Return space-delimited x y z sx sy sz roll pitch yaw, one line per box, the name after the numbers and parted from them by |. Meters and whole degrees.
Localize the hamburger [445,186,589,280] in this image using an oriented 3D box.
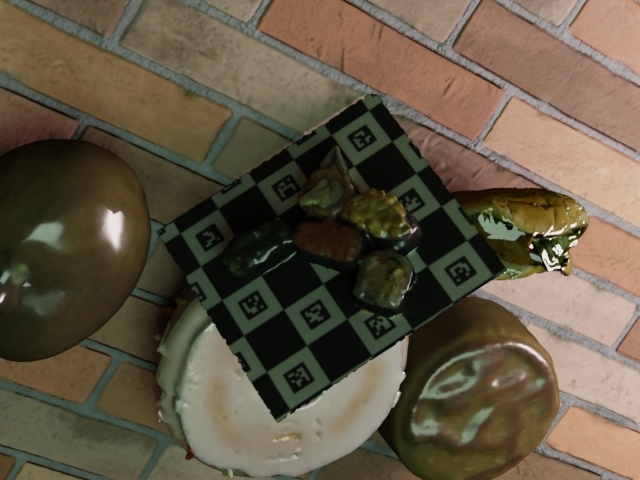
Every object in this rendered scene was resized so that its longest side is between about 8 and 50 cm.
0.226 -0.010 2.026 0.285 0.265 0.134 0 93 -37 | hamburger

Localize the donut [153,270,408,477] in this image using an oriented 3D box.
-0.060 0.168 2.074 0.383 0.142 0.382 -9 119 -16 | donut

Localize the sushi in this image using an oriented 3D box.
0.000 0.000 1.890 0.359 0.343 0.064 -33 150 -1 | sushi

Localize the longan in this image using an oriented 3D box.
-0.347 0.010 1.800 0.243 0.300 0.300 27 110 14 | longan

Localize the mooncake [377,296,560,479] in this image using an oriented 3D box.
0.219 0.237 2.217 0.285 0.155 0.284 -8 119 -16 | mooncake
